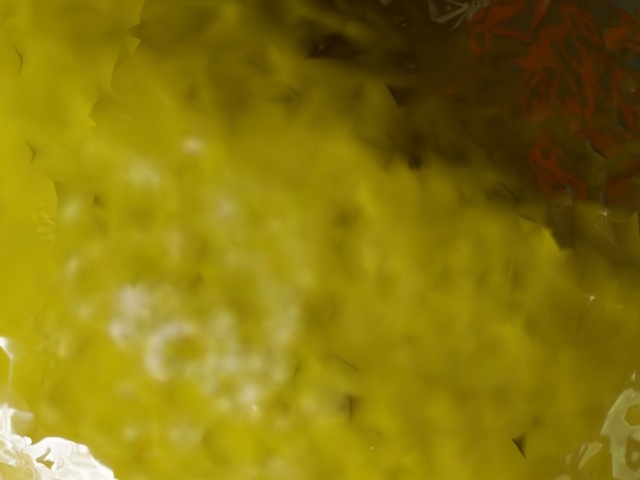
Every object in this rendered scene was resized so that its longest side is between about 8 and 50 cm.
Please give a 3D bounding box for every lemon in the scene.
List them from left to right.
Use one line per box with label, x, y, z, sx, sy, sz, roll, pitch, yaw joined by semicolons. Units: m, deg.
lemon;0.004;0.002;0.442;0.236;0.263;0.236;-34;32;25
